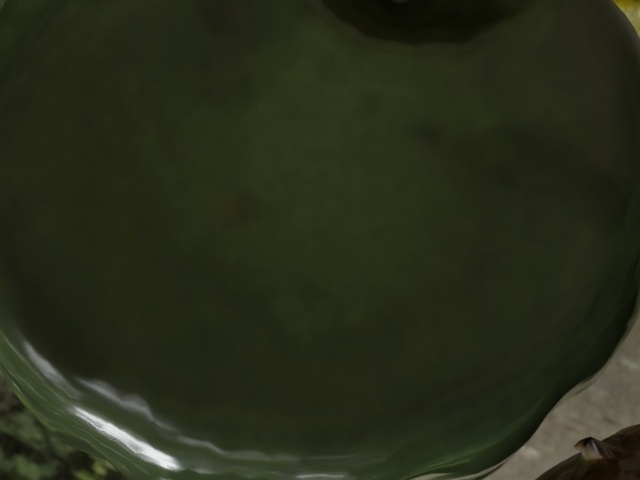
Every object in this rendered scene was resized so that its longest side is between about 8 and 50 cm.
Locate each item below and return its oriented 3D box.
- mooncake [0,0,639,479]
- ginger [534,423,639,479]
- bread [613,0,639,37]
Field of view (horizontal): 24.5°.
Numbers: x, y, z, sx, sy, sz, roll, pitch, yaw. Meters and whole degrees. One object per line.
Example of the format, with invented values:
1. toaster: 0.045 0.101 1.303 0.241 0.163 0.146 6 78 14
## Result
1. mooncake: -0.008 -0.019 0.741 0.351 0.351 0.187 26 165 6
2. ginger: 0.235 0.162 0.773 0.357 0.152 0.274 -16 170 30
3. bread: 0.193 -0.206 1.272 0.169 0.160 0.140 45 133 30
